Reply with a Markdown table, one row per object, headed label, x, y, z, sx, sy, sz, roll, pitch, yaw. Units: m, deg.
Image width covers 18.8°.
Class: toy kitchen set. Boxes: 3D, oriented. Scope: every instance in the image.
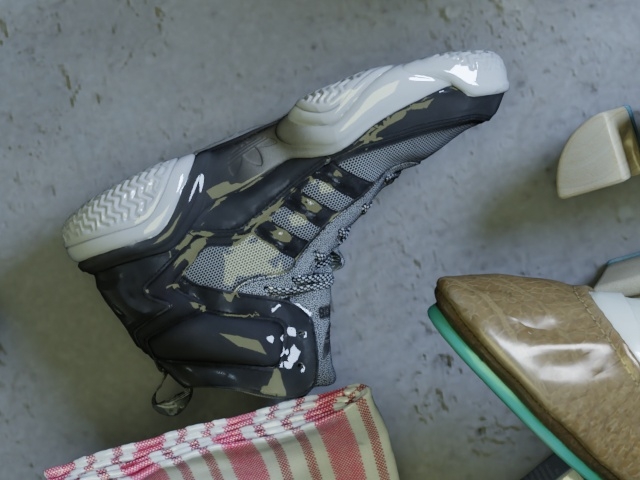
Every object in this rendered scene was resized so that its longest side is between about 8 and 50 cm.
| label | x | y | z | sx | sy | sz | roll | pitch | yaw |
| --- | --- | --- | --- | --- | --- | --- | --- | --- | --- |
| toy kitchen set | 0.257 | -0.016 | 1.092 | 0.207 | 0.122 | 0.166 | -16 | 91 | 22 |

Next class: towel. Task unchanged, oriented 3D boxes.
| label | x | y | z | sx | sy | sz | roll | pitch | yaw |
| --- | --- | --- | --- | --- | --- | --- | --- | --- | --- |
| towel | -0.049 | 0.160 | 1.090 | 0.197 | 0.029 | 0.144 | -16 | 131 | 2 |

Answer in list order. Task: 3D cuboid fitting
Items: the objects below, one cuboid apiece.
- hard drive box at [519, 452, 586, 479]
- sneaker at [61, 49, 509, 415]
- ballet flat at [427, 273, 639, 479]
| label | x | y | z | sx | sy | sz | roll | pitch | yaw |
| --- | --- | --- | --- | --- | --- | --- | --- | --- | --- |
| hard drive box | 0.104 | 0.262 | 1.099 | 0.232 | 0.089 | 0.181 | -39 | 89 | 3 |
| sneaker | 0.000 | 0.000 | 1.093 | 0.268 | 0.101 | 0.153 | -23 | 91 | 8 |
| ballet flat | 0.205 | 0.113 | 1.023 | 0.124 | 0.116 | 0.342 | -40 | 104 | 11 |
